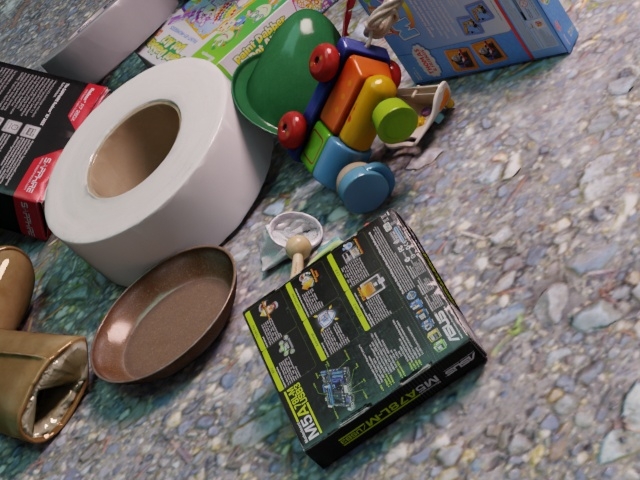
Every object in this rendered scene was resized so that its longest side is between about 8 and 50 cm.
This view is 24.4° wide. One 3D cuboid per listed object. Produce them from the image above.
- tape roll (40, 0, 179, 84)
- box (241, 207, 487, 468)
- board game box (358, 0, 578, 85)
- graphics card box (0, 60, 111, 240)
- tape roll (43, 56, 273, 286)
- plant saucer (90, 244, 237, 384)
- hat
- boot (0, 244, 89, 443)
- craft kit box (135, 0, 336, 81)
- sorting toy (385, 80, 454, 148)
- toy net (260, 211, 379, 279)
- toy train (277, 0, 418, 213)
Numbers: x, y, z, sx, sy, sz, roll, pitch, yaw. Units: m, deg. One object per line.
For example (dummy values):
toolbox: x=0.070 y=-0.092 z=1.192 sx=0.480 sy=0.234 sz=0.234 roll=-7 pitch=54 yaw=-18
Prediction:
tape roll: x=-0.317 y=-0.312 z=2.230 sx=0.219 sy=0.072 sz=0.219 roll=-40 pitch=15 yaw=13
box: x=0.036 y=0.087 z=1.377 sx=0.184 sy=0.045 sz=0.190 roll=-37 pitch=45 yaw=8
board game box: x=0.153 y=-0.256 z=1.625 sx=0.212 sy=0.160 sz=0.039 roll=-8 pitch=41 yaw=41
graphics card box: x=-0.503 y=-0.151 z=2.074 sx=0.371 sy=0.094 sz=0.232 roll=15 pitch=53 yaw=11
tape roll: x=-0.200 y=-0.084 z=1.804 sx=0.286 sy=0.100 sz=0.286 roll=-25 pitch=42 yaw=25
plant saucer: x=-0.166 y=0.089 z=1.636 sx=0.199 sy=0.036 sz=0.198 roll=-28 pitch=32 yaw=19
hat: x=-0.009 y=-0.245 z=1.701 sx=0.173 sy=0.183 sz=0.208 roll=3 pitch=43 yaw=-8
boot: x=-0.352 y=0.118 z=1.755 sx=0.270 sy=0.089 sz=0.236 roll=3 pitch=63 yaw=50
craft kit box: x=-0.122 y=-0.305 z=2.090 sx=0.246 sy=0.061 sz=0.250 roll=-45 pitch=31 yaw=-5
sorting toy: x=0.104 y=-0.134 z=1.638 sx=0.083 sy=0.045 sz=0.075 roll=2 pitch=57 yaw=49
toy net: x=0.000 y=0.000 z=1.567 sx=0.122 sy=0.045 sz=0.232 roll=-46 pitch=31 yaw=-11
toy train: x=0.060 y=-0.160 z=1.581 sx=0.248 sy=0.105 sz=0.143 roll=-63 pitch=37 yaw=24
